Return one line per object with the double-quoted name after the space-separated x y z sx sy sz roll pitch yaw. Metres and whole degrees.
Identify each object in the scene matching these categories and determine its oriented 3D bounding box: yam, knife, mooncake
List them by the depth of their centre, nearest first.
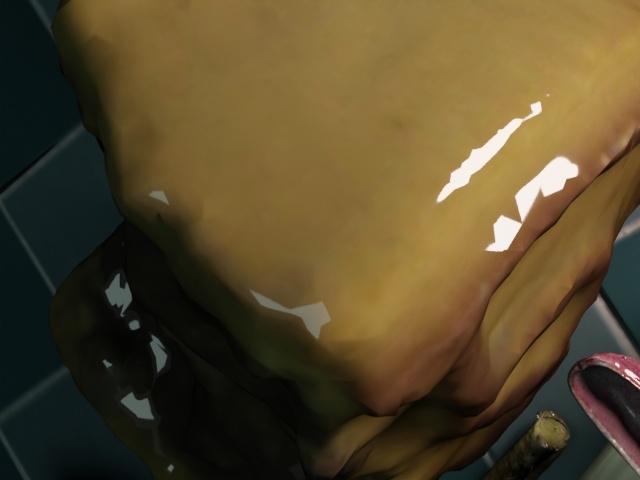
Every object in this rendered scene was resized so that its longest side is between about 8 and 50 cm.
0.207 0.170 0.796 0.123 0.053 0.278 -37 84 41 "knife"
0.000 0.000 0.800 0.246 0.394 0.393 44 110 13 "mooncake"
0.107 0.152 1.009 0.027 0.033 0.129 30 129 -9 "yam"

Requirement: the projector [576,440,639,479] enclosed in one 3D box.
0.264 0.164 0.857 0.250 0.108 0.198 39 123 15 "projector"
